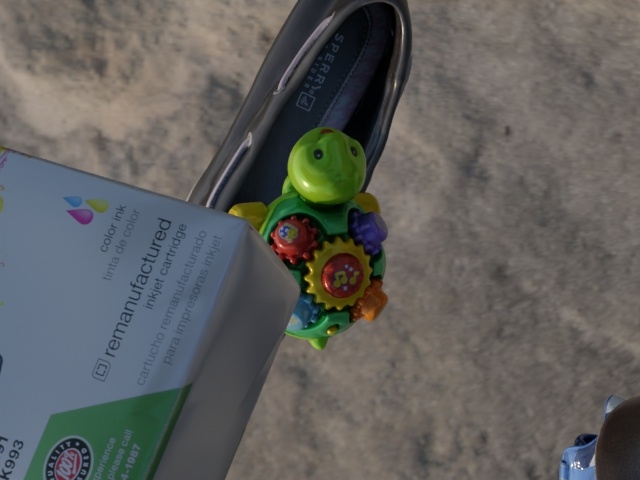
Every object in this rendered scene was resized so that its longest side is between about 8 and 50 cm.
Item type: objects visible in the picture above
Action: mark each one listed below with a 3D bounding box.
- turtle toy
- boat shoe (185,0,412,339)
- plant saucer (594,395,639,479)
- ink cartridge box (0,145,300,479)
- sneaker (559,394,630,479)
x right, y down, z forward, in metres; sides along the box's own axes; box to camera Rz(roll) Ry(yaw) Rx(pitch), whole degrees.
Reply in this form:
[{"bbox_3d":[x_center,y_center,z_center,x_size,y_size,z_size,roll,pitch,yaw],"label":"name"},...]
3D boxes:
[{"bbox_3d":[0.000,0.000,0.800,0.066,0.095,0.130,-158,64,-63],"label":"turtle toy"},{"bbox_3d":[-0.026,-0.040,1.031,0.112,0.095,0.335,20,99,-17],"label":"boat shoe"},{"bbox_3d":[0.228,0.154,0.793,0.168,0.168,0.029,56,132,14],"label":"plant saucer"},{"bbox_3d":[-0.140,0.045,0.623,0.212,0.093,0.154,17,76,20],"label":"ink cartridge box"},{"bbox_3d":[0.184,0.163,0.935,0.059,0.053,0.144,43,120,26],"label":"sneaker"}]
